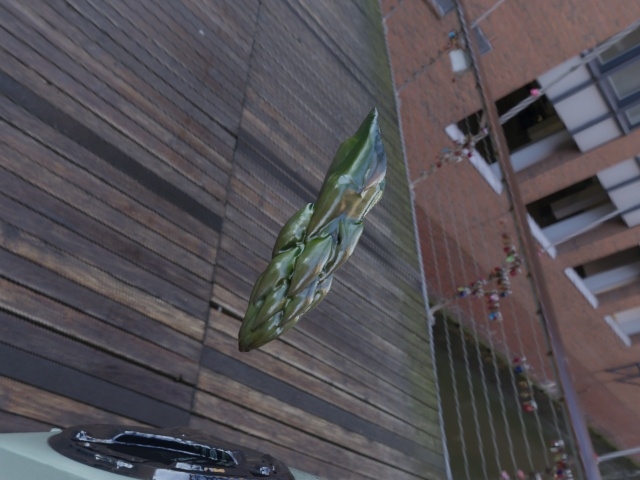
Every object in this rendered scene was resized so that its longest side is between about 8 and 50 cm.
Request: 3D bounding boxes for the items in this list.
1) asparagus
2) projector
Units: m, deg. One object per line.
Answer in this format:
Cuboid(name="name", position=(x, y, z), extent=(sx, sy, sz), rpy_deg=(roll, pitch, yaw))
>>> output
Cuboid(name="asparagus", position=(0.000, 0.000, 0.562), extent=(0.080, 0.287, 0.080), rpy_deg=(36, 1, -1))
Cuboid(name="projector", position=(-0.141, 0.226, 0.522), extent=(0.257, 0.259, 0.079), rpy_deg=(37, 62, -61))
